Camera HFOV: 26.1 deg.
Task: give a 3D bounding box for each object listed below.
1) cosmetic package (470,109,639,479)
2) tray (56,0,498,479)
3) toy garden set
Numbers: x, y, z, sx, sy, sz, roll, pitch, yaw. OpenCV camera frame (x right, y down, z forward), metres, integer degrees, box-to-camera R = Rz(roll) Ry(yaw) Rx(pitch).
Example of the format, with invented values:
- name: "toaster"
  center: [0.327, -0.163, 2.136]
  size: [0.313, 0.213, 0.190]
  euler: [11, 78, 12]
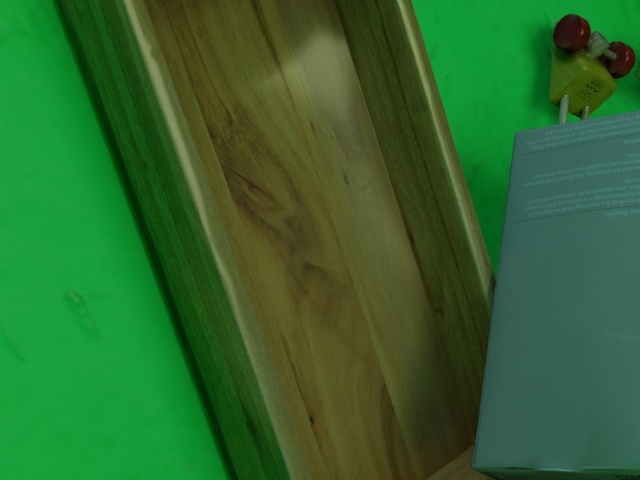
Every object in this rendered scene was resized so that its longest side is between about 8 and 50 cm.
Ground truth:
- name: "cosmetic package"
  center: [0.185, 0.044, 0.881]
  size: [0.107, 0.127, 0.238]
  euler: [25, 68, -45]
- name: "tray"
  center: [0.000, 0.000, 0.849]
  size: [0.203, 0.076, 0.411]
  euler: [-29, 106, -36]
- name: "toy garden set"
  center: [0.228, -0.043, 1.059]
  size: [0.204, 0.049, 0.244]
  euler: [19, 78, -40]
